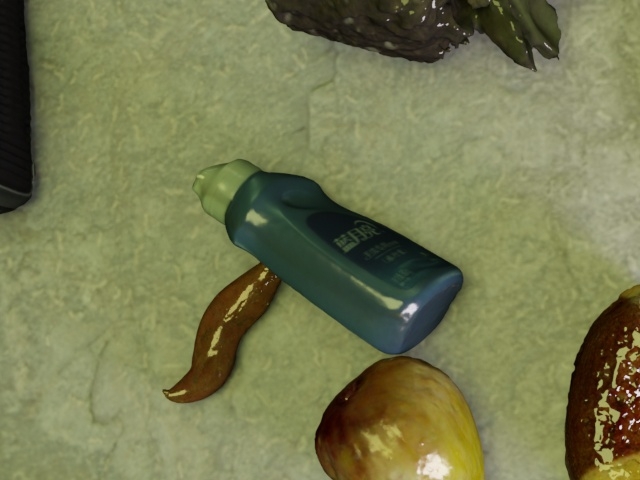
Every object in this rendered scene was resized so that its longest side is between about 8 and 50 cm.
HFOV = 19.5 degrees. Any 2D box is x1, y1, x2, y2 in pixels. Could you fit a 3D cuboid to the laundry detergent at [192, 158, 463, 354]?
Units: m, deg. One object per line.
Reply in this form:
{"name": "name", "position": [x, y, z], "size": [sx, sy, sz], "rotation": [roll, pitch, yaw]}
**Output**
{"name": "laundry detergent", "position": [0.000, 0.000, 1.935], "size": [0.290, 0.143, 0.094], "rotation": [34, 125, 16]}

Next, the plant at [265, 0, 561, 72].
{"name": "plant", "position": [0.116, -0.291, 1.901], "size": [0.312, 0.213, 0.215], "rotation": [13, 85, 18]}

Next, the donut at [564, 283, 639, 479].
{"name": "donut", "position": [0.307, 0.198, 1.843], "size": [0.151, 0.112, 0.295], "rotation": [-22, 77, 10]}

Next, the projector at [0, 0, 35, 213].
{"name": "projector", "position": [-0.536, -0.208, 2.061], "size": [0.405, 0.242, 0.395], "rotation": [-7, 79, 13]}

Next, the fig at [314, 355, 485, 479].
{"name": "fig", "position": [0.124, 0.228, 1.891], "size": [0.257, 0.159, 0.159], "rotation": [33, 93, -3]}

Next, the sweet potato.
{"name": "sweet potato", "position": [-0.100, 0.092, 2.001], "size": [0.055, 0.058, 0.202], "rotation": [28, 97, -27]}
